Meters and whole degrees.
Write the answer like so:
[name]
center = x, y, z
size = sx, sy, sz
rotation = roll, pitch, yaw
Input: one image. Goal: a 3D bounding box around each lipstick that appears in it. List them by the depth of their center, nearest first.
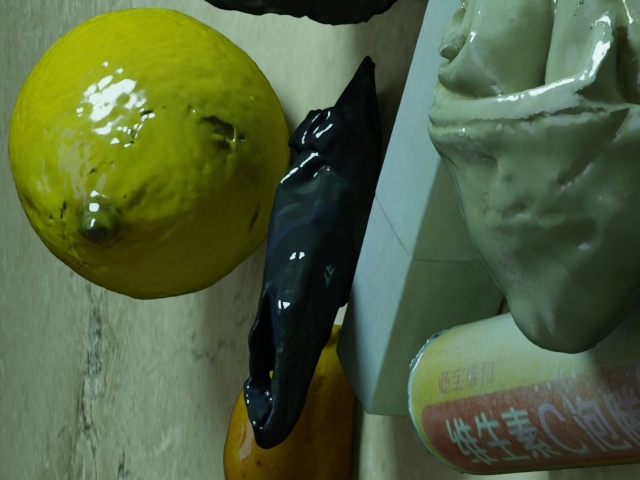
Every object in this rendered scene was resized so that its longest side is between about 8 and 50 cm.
[lipstick]
center = 0.092, -0.061, 1.093
size = 0.079, 0.076, 0.371
rotation = -119, 36, -53

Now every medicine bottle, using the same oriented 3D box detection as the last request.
[medicine bottle]
center = 0.169, 0.063, 0.864
size = 0.426, 0.108, 0.108
rotation = 154, 117, -68

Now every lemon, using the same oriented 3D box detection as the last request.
[lemon]
center = -0.142, -0.079, 1.477
size = 0.228, 0.228, 0.253
rotation = 113, 149, -41

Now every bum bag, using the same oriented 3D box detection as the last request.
[bum bag]
center = 0.000, 0.000, 1.225
size = 0.137, 0.074, 0.310
rotation = 94, -173, -50

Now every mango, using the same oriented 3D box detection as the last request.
[mango]
center = -0.025, 0.138, 1.332
size = 0.084, 0.105, 0.159
rotation = 4, 87, 50

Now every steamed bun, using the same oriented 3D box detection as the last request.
[steamed bun]
center = 0.128, -0.083, 0.810
size = 0.218, 0.144, 0.211
rotation = -54, 3, 42

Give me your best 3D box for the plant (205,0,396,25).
[plant]
center = -0.002, -0.316, 1.187
size = 0.215, 0.213, 0.312
rotation = -115, 37, -56
